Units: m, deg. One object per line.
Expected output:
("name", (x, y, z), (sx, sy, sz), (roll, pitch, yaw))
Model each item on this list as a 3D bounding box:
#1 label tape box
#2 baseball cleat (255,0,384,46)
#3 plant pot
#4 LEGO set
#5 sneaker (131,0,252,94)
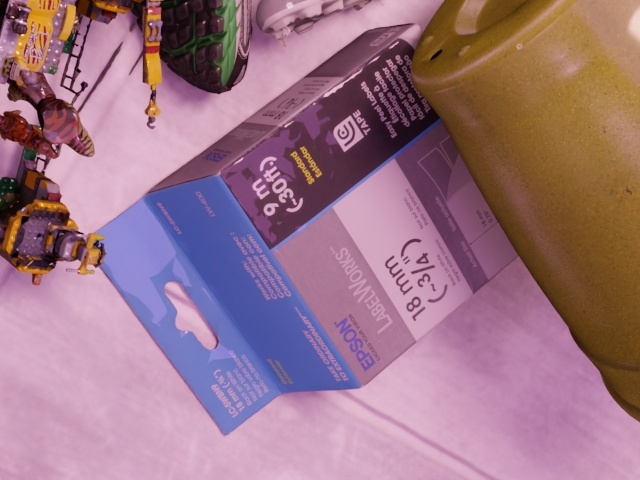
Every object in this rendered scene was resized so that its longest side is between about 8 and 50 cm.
("label tape box", (0.000, 0.000, 1.003), (0.333, 0.106, 0.241), (-39, 111, -14))
("baseball cleat", (-0.005, -0.235, 0.954), (0.206, 0.072, 0.109), (-33, 99, -55))
("plant pot", (0.270, -0.095, 0.914), (0.353, 0.366, 0.366), (43, 81, -18))
("LEGO set", (-0.213, -0.095, 0.792), (0.255, 0.192, 0.331), (19, 98, -47))
("sneaker", (-0.072, -0.289, 0.910), (0.146, 0.134, 0.344), (-11, 113, -41))
